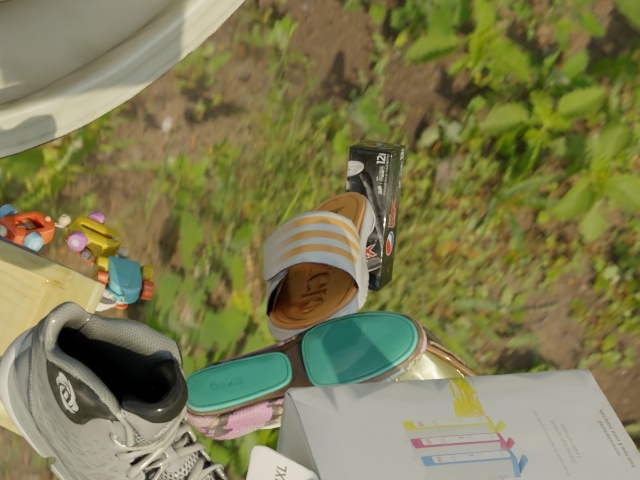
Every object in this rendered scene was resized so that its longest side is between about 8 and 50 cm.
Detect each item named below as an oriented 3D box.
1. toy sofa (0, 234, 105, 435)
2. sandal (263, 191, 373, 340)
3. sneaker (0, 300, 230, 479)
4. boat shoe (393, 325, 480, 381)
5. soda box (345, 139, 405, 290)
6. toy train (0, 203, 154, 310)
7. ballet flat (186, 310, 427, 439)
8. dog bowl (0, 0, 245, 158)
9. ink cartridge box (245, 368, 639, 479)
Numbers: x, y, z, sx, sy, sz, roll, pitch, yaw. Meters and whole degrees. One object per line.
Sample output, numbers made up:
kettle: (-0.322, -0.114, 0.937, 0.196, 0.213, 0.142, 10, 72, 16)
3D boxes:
toy sofa: (-0.334, 0.037, 1.194, 0.177, 0.362, 0.150, 22, 86, 22)
sandal: (-0.010, 0.003, 1.505, 0.102, 0.265, 0.076, -20, 114, 16)
sneaker: (-0.084, 0.126, 0.851, 0.228, 0.132, 0.086, 47, 59, 2)
boat shoe: (0.172, 0.217, 1.749, 0.324, 0.120, 0.122, 40, 85, -8)
soda box: (0.059, -0.030, 1.852, 0.053, 0.060, 0.169, 9, 104, 18)
toy train: (-0.241, 0.024, 1.551, 0.166, 0.046, 0.125, 41, 35, 25)
ballet flat: (-0.010, 0.119, 1.346, 0.221, 0.079, 0.077, -18, 53, 10)
dog bowl: (-0.178, -0.236, 0.977, 0.408, 0.408, 0.150, -34, 70, -20)
ink cartridge box: (0.042, 0.114, 0.590, 0.143, 0.092, 0.090, -3, 35, -16)
